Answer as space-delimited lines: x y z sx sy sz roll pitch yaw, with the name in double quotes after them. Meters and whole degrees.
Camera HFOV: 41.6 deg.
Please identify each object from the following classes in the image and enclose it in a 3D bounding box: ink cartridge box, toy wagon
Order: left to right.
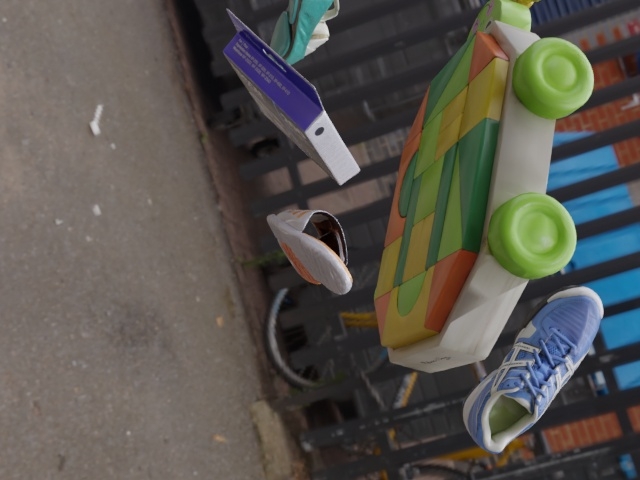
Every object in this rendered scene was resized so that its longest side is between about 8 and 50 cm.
-0.049 -0.192 1.153 0.206 0.045 0.208 46 -5 32 "ink cartridge box"
0.122 -0.068 0.692 0.267 0.068 0.344 136 -33 -70 "toy wagon"

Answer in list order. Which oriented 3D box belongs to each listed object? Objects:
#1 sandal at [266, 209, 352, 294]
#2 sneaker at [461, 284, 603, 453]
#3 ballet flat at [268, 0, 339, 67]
0.005 0.009 1.154 0.102 0.076 0.265 61 -13 -21 "sandal"
0.232 0.143 0.898 0.080 0.211 0.081 31 14 -2 "sneaker"
-0.020 -0.348 1.343 0.247 0.087 0.083 124 -36 -64 "ballet flat"
